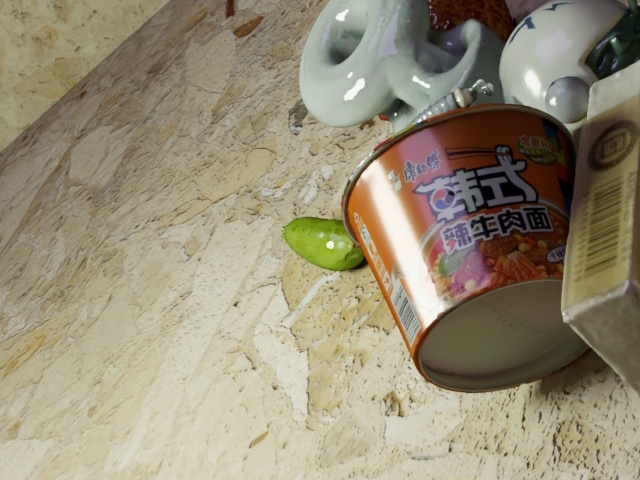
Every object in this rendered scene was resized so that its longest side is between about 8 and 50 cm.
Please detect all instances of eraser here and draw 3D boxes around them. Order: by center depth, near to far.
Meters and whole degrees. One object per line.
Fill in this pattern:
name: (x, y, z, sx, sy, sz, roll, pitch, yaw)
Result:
eraser: (0.309, -0.016, 1.550, 0.078, 0.144, 0.343, -27, 31, 33)

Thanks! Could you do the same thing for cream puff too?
cream puff: (0.145, -0.265, 2.188, 0.240, 0.164, 0.240, -41, 19, 18)

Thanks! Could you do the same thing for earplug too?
earplug: (0.110, -0.206, 2.012, 0.325, 0.175, 0.214, 32, 96, 29)

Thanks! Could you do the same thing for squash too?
squash: (0.000, 0.000, 2.118, 0.066, 0.066, 0.201, -51, 24, -11)

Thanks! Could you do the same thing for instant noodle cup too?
instant noodle cup: (0.159, 0.018, 1.602, 0.250, 0.250, 0.192, -34, 51, 25)

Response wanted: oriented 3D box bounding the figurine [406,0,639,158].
figurine: (0.232, -0.124, 1.788, 0.382, 0.186, 0.261, -42, 10, -2)
